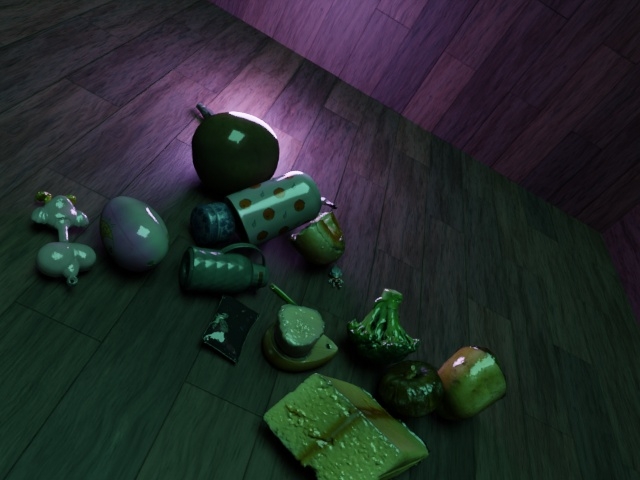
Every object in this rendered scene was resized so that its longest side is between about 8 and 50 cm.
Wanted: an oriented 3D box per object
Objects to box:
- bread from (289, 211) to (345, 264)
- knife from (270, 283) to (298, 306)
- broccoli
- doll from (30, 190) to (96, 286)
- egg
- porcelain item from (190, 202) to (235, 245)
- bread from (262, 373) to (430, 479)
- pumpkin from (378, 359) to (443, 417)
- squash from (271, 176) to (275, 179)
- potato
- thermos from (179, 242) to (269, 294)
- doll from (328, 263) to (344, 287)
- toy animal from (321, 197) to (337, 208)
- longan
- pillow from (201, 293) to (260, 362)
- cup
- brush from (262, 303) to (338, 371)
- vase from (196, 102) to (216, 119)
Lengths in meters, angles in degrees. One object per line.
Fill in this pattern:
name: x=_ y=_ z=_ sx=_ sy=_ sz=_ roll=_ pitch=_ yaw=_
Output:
bread: x=0.003 y=0.002 z=1.945 sx=0.192 sy=0.171 sz=0.314 roll=55 pitch=20 yaw=-10
knife: x=-0.111 y=0.218 z=1.758 sx=0.184 sy=0.022 sz=0.026 roll=40 pitch=12 yaw=7
broccoli: x=0.232 y=0.305 z=1.730 sx=0.254 sy=0.268 sz=0.269 roll=13 pitch=35 yaw=16
doll: x=-0.770 y=-0.015 z=1.469 sx=0.160 sy=0.094 sz=0.365 roll=6 pitch=47 yaw=-42
egg: x=-0.584 y=-0.024 z=1.537 sx=0.197 sy=0.196 sz=0.271 roll=-1 pitch=37 yaw=-37
porcelain item: x=-0.388 y=-0.059 z=1.747 sx=0.114 sy=0.147 sz=0.147 roll=-10 pitch=56 yaw=-41
bread: x=0.096 y=0.578 z=1.452 sx=0.346 sy=0.242 sz=0.405 roll=45 pitch=0 yaw=29
pumpkin: x=0.299 y=0.481 z=1.625 sx=0.219 sy=0.162 sz=0.219 roll=-8 pitch=20 yaw=3
squash: x=-0.200 y=-0.226 z=2.063 sx=0.066 sy=0.066 sz=0.252 roll=24 pitch=15 yaw=-14
potato: x=0.492 y=0.515 z=1.708 sx=0.243 sy=0.285 sz=0.242 roll=8 pitch=59 yaw=-15
thermos: x=-0.307 y=0.091 z=1.631 sx=0.287 sy=0.182 sz=0.145 roll=7 pitch=20 yaw=-30
doll: x=0.060 y=0.137 z=1.954 sx=0.057 sy=0.039 sz=0.114 roll=-11 pitch=54 yaw=10
toy animal: x=-0.109 y=-0.145 z=2.036 sx=0.325 sy=0.090 sz=0.195 roll=-9 pitch=36 yaw=-8
longan: x=-0.337 y=-0.345 z=1.965 sx=0.361 sy=0.361 sz=0.360 roll=20 pitch=41 yaw=-18
pillow: x=-0.284 y=0.271 z=1.550 sx=0.141 sy=0.055 sz=0.208 roll=34 pitch=38 yaw=-10
cup: x=-0.166 y=-0.125 z=1.824 sx=0.318 sy=0.212 sz=0.212 roll=-25 pitch=63 yaw=-17
brush: x=-0.044 y=0.320 z=1.588 sx=0.267 sy=0.166 sz=0.174 roll=15 pitch=42 yaw=-26
vase: x=-0.499 y=-0.561 z=2.259 sx=0.211 sy=0.060 sz=0.060 roll=47 pitch=40 yaw=13
